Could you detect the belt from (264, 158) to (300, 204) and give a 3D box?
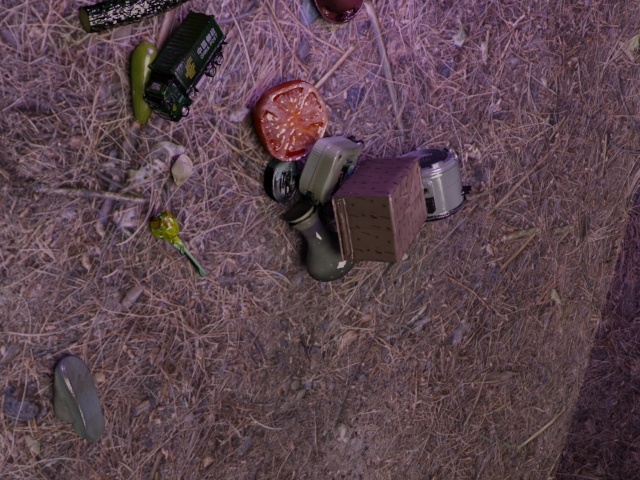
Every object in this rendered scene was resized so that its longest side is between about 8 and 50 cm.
[{"bbox_3d":[-0.112,-0.178,1.793,0.105,0.058,0.140,-12,114,-35],"label":"belt"}]

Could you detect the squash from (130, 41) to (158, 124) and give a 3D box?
[{"bbox_3d":[-0.437,-0.386,1.483,0.066,0.066,0.201,-4,116,-34],"label":"squash"}]

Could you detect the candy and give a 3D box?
[{"bbox_3d":[-0.388,0.020,1.682,0.073,0.077,0.262,-40,134,-13],"label":"candy"}]

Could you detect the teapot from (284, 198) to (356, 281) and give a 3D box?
[{"bbox_3d":[0.000,0.000,1.881,0.183,0.183,0.251,-42,116,-15],"label":"teapot"}]

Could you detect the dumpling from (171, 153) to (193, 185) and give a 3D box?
[{"bbox_3d":[-0.373,-0.190,1.622,0.052,0.057,0.076,-17,96,11],"label":"dumpling"}]

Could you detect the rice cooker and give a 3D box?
[{"bbox_3d":[0.358,-0.177,2.011,0.280,0.241,0.227,-7,118,16],"label":"rice cooker"}]

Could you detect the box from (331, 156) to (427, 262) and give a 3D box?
[{"bbox_3d":[0.185,-0.098,1.810,0.297,0.190,0.225,-51,136,-52],"label":"box"}]

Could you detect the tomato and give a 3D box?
[{"bbox_3d":[-0.096,-0.347,1.717,0.236,0.095,0.237,-18,123,-30],"label":"tomato"}]

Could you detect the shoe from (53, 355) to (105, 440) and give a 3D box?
[{"bbox_3d":[-0.670,0.431,1.630,0.100,0.103,0.251,-11,106,16],"label":"shoe"}]

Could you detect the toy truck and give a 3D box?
[{"bbox_3d":[-0.332,-0.424,1.482,0.259,0.088,0.121,-62,153,-17],"label":"toy truck"}]

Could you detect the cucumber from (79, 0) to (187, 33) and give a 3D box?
[{"bbox_3d":[-0.419,-0.555,1.426,0.293,0.067,0.068,-27,122,-26],"label":"cucumber"}]

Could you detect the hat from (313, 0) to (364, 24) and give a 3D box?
[{"bbox_3d":[0.063,-0.713,1.686,0.205,0.089,0.206,-14,116,-31],"label":"hat"}]

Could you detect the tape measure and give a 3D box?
[{"bbox_3d":[0.039,-0.206,1.812,0.235,0.115,0.207,-27,140,-63],"label":"tape measure"}]
